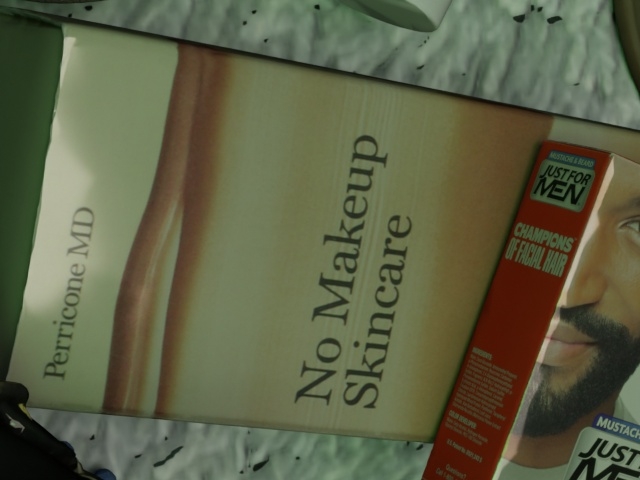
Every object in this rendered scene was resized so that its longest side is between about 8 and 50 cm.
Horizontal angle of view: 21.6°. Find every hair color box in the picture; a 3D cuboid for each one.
[{"bbox_3d":[0.111,0.053,0.681,0.093,0.053,0.167,19,91,-26],"label":"hair color box"}]

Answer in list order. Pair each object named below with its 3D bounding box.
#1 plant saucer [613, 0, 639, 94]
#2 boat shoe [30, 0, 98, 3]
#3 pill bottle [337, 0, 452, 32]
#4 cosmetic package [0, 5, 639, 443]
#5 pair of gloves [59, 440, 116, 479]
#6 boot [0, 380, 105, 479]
[{"bbox_3d":[0.277,-0.151,0.879,0.278,0.041,0.278,-4,99,-24],"label":"plant saucer"},{"bbox_3d":[-0.020,-0.239,0.674,0.355,0.130,0.132,-40,128,9],"label":"boat shoe"},{"bbox_3d":[0.055,-0.190,0.731,0.103,0.103,0.184,26,86,-26],"label":"pill bottle"},{"bbox_3d":[0.000,0.000,0.721,0.296,0.129,0.153,7,96,-26],"label":"cosmetic package"},{"bbox_3d":[-0.119,0.194,0.756,0.159,0.023,0.198,-45,113,-11],"label":"pair of gloves"},{"bbox_3d":[-0.153,-0.002,0.554,0.138,0.377,0.284,10,88,-61],"label":"boot"}]
